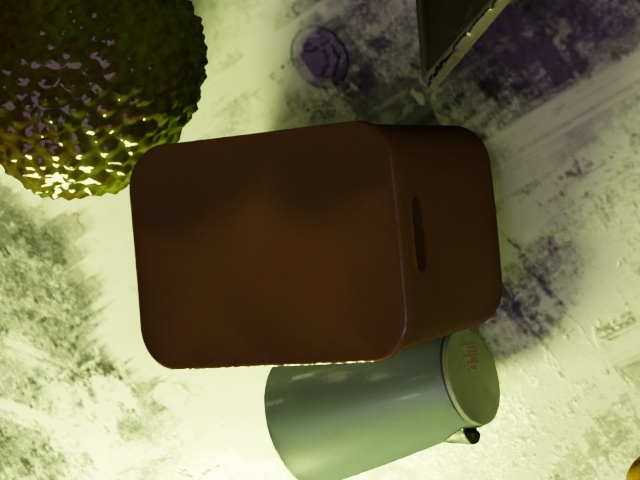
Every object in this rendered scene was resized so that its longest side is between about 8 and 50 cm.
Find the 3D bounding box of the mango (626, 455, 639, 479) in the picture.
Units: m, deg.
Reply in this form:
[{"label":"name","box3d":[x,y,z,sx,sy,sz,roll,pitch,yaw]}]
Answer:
[{"label":"mango","box3d":[0.400,0.301,1.970,0.102,0.085,0.184,-22,111,35]}]

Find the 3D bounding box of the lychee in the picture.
[{"label":"lychee","box3d":[-0.272,-0.176,2.033,0.270,0.270,0.320,45,134,5]}]

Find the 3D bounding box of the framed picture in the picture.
[{"label":"framed picture","box3d":[0.174,-0.308,1.722,0.016,0.213,0.289,21,134,-23]}]

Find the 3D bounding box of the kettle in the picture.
[{"label":"kettle","box3d":[0.072,0.154,2.082,0.243,0.160,0.211,-20,74,31]}]

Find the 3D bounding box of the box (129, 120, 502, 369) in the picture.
[{"label":"box","box3d":[0.000,0.000,1.935,0.339,0.229,0.239,-5,92,34]}]
